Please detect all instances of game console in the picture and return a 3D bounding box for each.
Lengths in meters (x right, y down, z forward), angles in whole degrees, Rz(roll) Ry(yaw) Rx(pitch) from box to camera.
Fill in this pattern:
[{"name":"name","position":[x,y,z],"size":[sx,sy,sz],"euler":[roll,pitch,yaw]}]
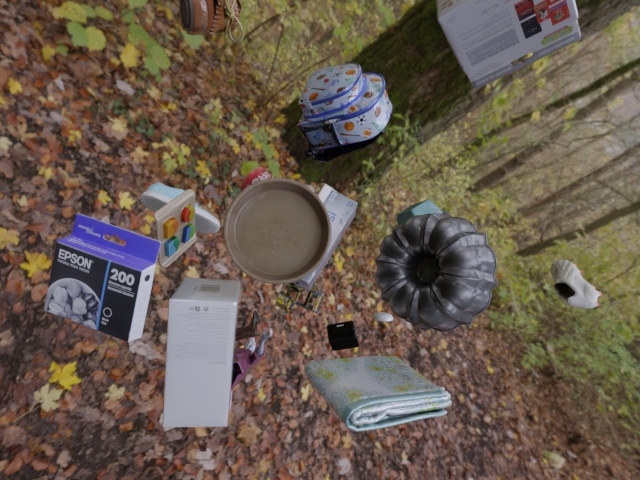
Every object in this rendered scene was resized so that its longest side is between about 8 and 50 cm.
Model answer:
[{"name":"game console","position":[0.098,0.413,1.757],"size":[0.071,0.122,0.107],"euler":[58,22,-66]}]

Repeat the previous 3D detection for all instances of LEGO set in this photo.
[{"name":"LEGO set","position":[-0.049,0.202,1.862],"size":[0.192,0.255,0.331],"euler":[22,82,10]}]

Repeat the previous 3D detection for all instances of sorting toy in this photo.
[{"name":"sorting toy","position":[-0.464,-0.039,1.330],"size":[0.038,0.208,0.193],"euler":[18,37,12]}]

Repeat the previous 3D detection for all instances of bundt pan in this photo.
[{"name":"bundt pan","position":[0.281,0.079,1.070],"size":[0.124,0.331,0.331],"euler":[10,55,-52]}]

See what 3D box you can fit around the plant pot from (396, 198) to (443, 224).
[{"name":"plant pot","position":[0.419,-0.032,1.625],"size":[0.165,0.165,0.234],"euler":[-31,95,-24]}]

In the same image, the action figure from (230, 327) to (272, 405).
[{"name":"action figure","position":[-0.318,0.493,1.579],"size":[0.370,0.248,0.276],"euler":[-20,106,-75]}]

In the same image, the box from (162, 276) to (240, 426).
[{"name":"box","position":[-0.323,0.299,1.126],"size":[0.168,0.215,0.345],"euler":[5,98,-10]}]

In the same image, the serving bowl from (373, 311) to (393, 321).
[{"name":"serving bowl","position":[0.259,0.314,1.678],"size":[0.083,0.083,0.027],"euler":[-1,91,-44]}]

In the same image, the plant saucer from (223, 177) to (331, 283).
[{"name":"plant saucer","position":[-0.111,-0.025,1.057],"size":[0.277,0.041,0.278],"euler":[1,82,-7]}]

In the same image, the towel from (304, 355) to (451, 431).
[{"name":"towel","position":[0.174,0.466,1.284],"size":[0.374,0.320,0.090],"euler":[5,94,-24]}]

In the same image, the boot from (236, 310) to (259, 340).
[{"name":"boot","position":[-0.292,0.329,1.555],"size":[0.037,0.114,0.106],"euler":[49,31,-47]}]

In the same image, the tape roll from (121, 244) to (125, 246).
[{"name":"tape roll","position":[-0.796,0.157,1.513],"size":[0.286,0.100,0.286],"euler":[14,74,-59]}]

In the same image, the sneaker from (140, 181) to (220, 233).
[{"name":"sneaker","position":[-0.620,-0.167,1.868],"size":[0.366,0.135,0.150],"euler":[28,49,-15]}]

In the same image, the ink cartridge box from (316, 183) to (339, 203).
[{"name":"ink cartridge box","position":[-0.033,-0.116,2.115],"size":[0.131,0.306,0.226],"euler":[35,52,-10]}]

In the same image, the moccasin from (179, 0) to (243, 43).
[{"name":"moccasin","position":[-0.262,-0.580,1.020],"size":[0.147,0.139,0.380],"euler":[5,25,-6]}]

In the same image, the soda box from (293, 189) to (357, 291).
[{"name":"soda box","position":[0.000,0.000,1.178],"size":[0.091,0.098,0.286],"euler":[29,71,9]}]

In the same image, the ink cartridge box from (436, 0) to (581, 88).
[{"name":"ink cartridge box","position":[0.527,-0.628,1.145],"size":[0.272,0.309,0.130],"euler":[41,44,-38]}]

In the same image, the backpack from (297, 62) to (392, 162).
[{"name":"backpack","position":[0.076,-0.402,1.216],"size":[0.213,0.263,0.276],"euler":[63,34,-51]}]

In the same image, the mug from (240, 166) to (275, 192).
[{"name":"mug","position":[-0.158,-0.122,1.269],"size":[0.169,0.150,0.113],"euler":[36,17,16]}]

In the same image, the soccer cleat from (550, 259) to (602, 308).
[{"name":"soccer cleat","position":[0.595,0.099,0.982],"size":[0.196,0.076,0.068],"euler":[-77,165,-67]}]

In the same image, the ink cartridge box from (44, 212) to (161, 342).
[{"name":"ink cartridge box","position":[-0.435,0.072,0.807],"size":[0.206,0.208,0.045],"euler":[17,7,11]}]
